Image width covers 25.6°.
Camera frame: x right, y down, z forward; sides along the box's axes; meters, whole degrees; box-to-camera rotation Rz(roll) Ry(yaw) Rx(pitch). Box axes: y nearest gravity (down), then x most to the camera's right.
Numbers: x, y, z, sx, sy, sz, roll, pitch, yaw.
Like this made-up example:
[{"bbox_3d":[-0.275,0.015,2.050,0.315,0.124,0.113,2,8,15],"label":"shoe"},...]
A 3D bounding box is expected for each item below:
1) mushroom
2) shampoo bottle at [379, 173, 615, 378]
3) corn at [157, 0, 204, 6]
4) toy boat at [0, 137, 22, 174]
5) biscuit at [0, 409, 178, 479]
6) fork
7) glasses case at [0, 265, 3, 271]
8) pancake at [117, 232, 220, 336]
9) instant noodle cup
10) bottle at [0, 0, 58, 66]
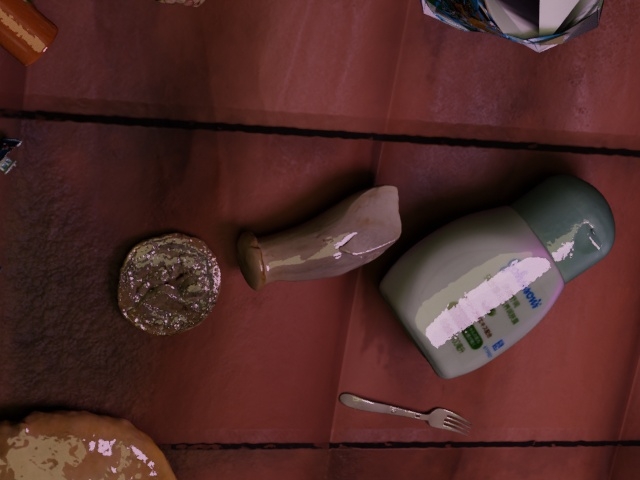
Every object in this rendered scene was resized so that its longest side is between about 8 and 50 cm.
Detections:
[{"bbox_3d":[0.005,0.005,1.992,0.247,0.096,0.108,-19,141,-5],"label":"mushroom"},{"bbox_3d":[0.271,0.039,2.055,0.350,0.151,0.221,-35,115,-2],"label":"shampoo bottle"},{"bbox_3d":[-0.163,-0.419,1.771,0.086,0.086,0.253,5,108,-19],"label":"corn"},{"bbox_3d":[-0.420,-0.101,1.848,0.038,0.038,0.083,34,98,-26],"label":"toy boat"},{"bbox_3d":[-0.388,0.449,2.048,0.430,0.104,0.446,-11,115,-12],"label":"biscuit"},{"bbox_3d":[0.129,0.267,2.180,0.220,0.028,0.034,14,114,-18],"label":"fork"},{"bbox_3d":[-0.555,0.107,1.870,0.128,0.083,0.308,34,99,-32],"label":"glasses case"},{"bbox_3d":[-0.214,0.061,1.985,0.158,0.028,0.158,-5,111,-12],"label":"pancake"},{"bbox_3d":[0.259,-0.367,1.868,0.240,0.178,0.240,-6,114,-14],"label":"instant noodle cup"},{"bbox_3d":[-0.414,-0.301,1.750,0.069,0.069,0.187,-45,116,5],"label":"bottle"}]
